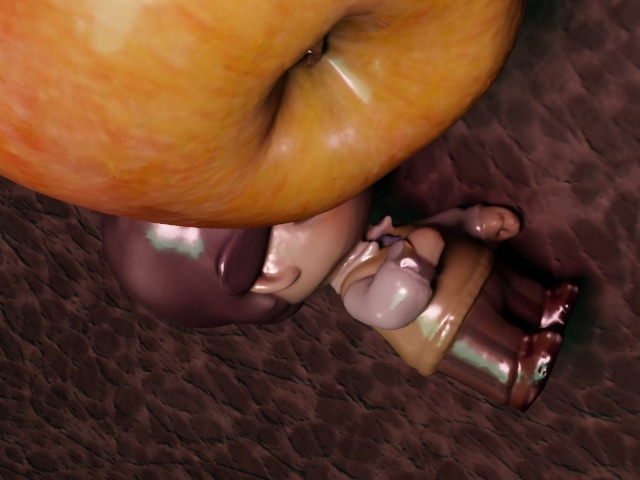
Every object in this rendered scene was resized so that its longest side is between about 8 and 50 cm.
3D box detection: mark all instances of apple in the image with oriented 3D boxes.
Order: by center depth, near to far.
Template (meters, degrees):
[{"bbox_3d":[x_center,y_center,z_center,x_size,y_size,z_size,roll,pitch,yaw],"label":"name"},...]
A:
[{"bbox_3d":[-0.071,-0.188,0.867,0.346,0.391,0.391,50,147,37],"label":"apple"}]

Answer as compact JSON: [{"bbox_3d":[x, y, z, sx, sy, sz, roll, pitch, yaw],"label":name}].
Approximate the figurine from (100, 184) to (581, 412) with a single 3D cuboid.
[{"bbox_3d":[0.007,-0.010,1.095,0.365,0.218,0.206,16,140,13],"label":"figurine"}]
